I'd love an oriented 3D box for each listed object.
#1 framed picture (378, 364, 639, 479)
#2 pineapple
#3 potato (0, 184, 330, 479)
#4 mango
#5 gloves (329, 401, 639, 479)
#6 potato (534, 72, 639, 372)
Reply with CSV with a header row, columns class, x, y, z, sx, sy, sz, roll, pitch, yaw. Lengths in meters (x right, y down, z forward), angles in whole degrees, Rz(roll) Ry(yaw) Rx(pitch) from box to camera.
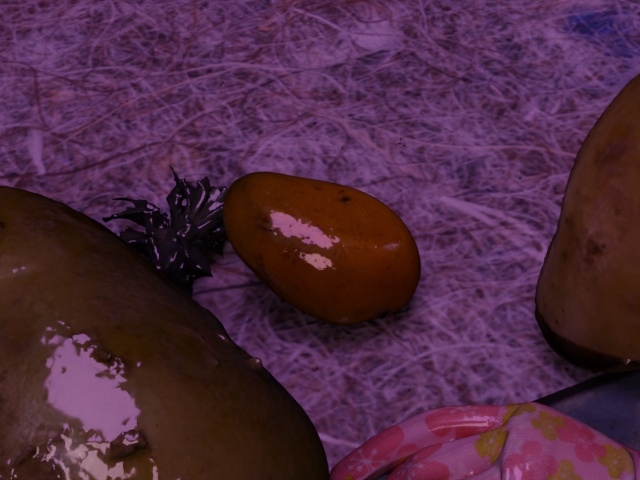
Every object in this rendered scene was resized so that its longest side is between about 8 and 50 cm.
class,x,y,z,sx,sy,sz,roll,pitch,yaw
framed picture,0.151,0.220,1.133,0.347,0.016,0.265,-18,43,-14
pineapple,-0.143,0.026,1.312,0.125,0.125,0.251,15,40,21
potato,-0.163,0.109,1.060,0.359,0.270,0.219,44,84,9
mango,0.000,0.006,1.305,0.165,0.089,0.115,19,50,-12
gloves,0.125,0.167,1.099,0.241,0.126,0.145,12,50,8
potato,0.301,-0.034,1.245,0.285,0.242,0.242,-3,42,3
